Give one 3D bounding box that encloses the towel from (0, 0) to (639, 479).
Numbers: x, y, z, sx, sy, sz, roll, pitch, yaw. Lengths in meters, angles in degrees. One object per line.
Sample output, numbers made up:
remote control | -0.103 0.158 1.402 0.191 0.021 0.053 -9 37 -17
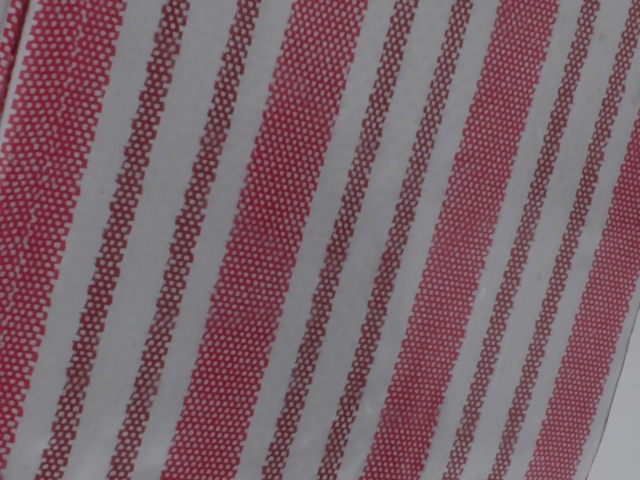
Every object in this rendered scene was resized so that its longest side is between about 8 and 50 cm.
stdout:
towel | 0.000 0.000 0.377 0.197 0.144 0.029 9 -168 -45
